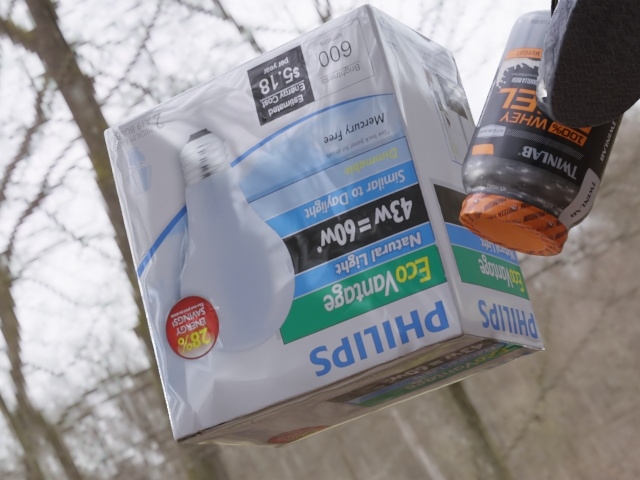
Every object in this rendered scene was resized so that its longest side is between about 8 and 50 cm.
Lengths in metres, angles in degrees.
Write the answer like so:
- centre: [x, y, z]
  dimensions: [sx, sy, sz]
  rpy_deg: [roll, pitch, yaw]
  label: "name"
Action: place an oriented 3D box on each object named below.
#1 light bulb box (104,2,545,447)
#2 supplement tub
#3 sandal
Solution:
- centre: [0.000, 0.000, 1.649]
  dimensions: [0.357, 0.361, 0.225]
  rpy_deg: [-23, -18, 25]
  label: "light bulb box"
- centre: [0.191, -0.090, 1.306]
  dimensions: [0.117, 0.117, 0.190]
  rpy_deg: [72, -143, -73]
  label: "supplement tub"
- centre: [0.216, -0.199, 1.114]
  dimensions: [0.097, 0.255, 0.054]
  rpy_deg: [23, -7, -32]
  label: "sandal"
